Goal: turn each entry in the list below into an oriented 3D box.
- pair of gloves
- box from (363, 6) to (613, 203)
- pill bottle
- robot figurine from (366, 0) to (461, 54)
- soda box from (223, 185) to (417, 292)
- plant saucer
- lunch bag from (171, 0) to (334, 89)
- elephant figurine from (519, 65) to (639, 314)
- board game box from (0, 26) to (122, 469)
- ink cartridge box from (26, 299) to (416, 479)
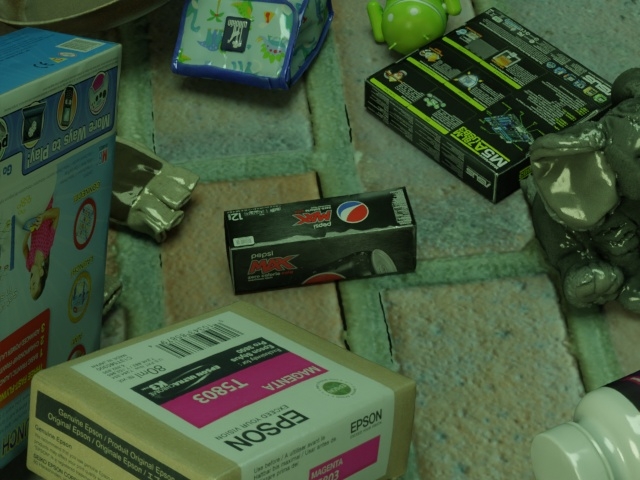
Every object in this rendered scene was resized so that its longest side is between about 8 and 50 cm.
[{"bbox_3d":[-0.241,-0.019,1.509,0.204,0.042,0.240,21,50,16],"label":"pair of gloves"},{"bbox_3d":[0.172,-0.139,1.621,0.184,0.045,0.191,-34,54,-26],"label":"box"},{"bbox_3d":[0.266,0.152,1.277,0.193,0.108,0.108,-21,48,-19],"label":"pill bottle"},{"bbox_3d":[0.100,-0.239,1.706,0.101,0.067,0.115,-14,39,27],"label":"robot figurine"},{"bbox_3d":[0.000,0.000,1.471,0.169,0.060,0.053,-7,44,-5],"label":"soda box"},{"bbox_3d":[-0.209,-0.306,1.733,0.311,0.050,0.310,-18,36,13],"label":"plant saucer"},{"bbox_3d":[-0.070,-0.218,1.674,0.129,0.096,0.151,9,54,18],"label":"lunch bag"},{"bbox_3d":[0.268,-0.067,1.405,0.186,0.239,0.169,5,45,6],"label":"elephant figurine"},{"bbox_3d":[-0.256,0.019,1.215,0.086,0.302,0.308,12,19,14],"label":"board game box"},{"bbox_3d":[-0.072,0.140,1.242,0.193,0.088,0.235,22,26,34],"label":"ink cartridge box"}]
